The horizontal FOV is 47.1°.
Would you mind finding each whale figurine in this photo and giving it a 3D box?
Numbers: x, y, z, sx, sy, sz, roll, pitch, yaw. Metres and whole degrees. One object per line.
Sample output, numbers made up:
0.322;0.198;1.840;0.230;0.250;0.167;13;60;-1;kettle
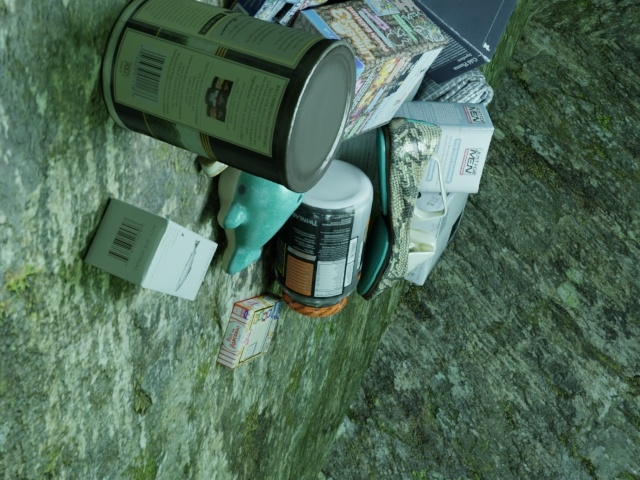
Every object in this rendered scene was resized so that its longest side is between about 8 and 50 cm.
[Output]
-0.110;-0.057;1.388;0.216;0.141;0.272;-36;143;-61;whale figurine

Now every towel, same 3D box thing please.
0.288;-0.376;1.946;0.283;0.235;0.121;-34;122;9;towel

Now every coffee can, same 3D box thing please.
-0.116;-0.202;0.980;0.201;0.275;0.201;-56;158;-36;coffee can

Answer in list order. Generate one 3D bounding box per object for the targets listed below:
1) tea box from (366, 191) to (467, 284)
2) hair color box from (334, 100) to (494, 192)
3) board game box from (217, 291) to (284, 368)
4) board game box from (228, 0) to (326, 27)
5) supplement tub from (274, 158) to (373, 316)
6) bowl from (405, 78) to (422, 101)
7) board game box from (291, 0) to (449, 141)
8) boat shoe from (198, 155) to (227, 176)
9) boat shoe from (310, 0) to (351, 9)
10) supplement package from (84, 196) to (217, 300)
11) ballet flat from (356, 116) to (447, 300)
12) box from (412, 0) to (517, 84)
0.195;-0.099;1.943;0.329;0.323;0.220;-48;153;-52;tea box
0.193;-0.220;1.716;0.114;0.374;0.185;-94;-173;-49;hair color box
-0.158;0.205;1.702;0.193;0.045;0.147;-7;117;-70;board game box
-0.044;-0.404;1.195;0.194;0.060;0.194;-47;171;26;board game box
0.000;0.000;1.672;0.207;0.207;0.338;-50;155;-46;supplement tub
0.172;-0.472;1.770;0.298;0.134;0.298;-55;158;-36;bowl
0.054;-0.308;1.351;0.291;0.141;0.232;-28;163;-43;board game box
-0.161;-0.162;1.279;0.135;0.050;0.045;-46;156;-31;boat shoe
0.034;-0.474;1.402;0.302;0.109;0.098;99;-5;-59;boat shoe
-0.251;0.018;1.114;0.105;0.105;0.179;-68;163;-5;supplement package
0.195;-0.052;1.673;0.164;0.182;0.483;-97;-170;-55;ballet flat
0.252;-0.570;1.546;0.179;0.312;0.343;-11;-132;63;box
